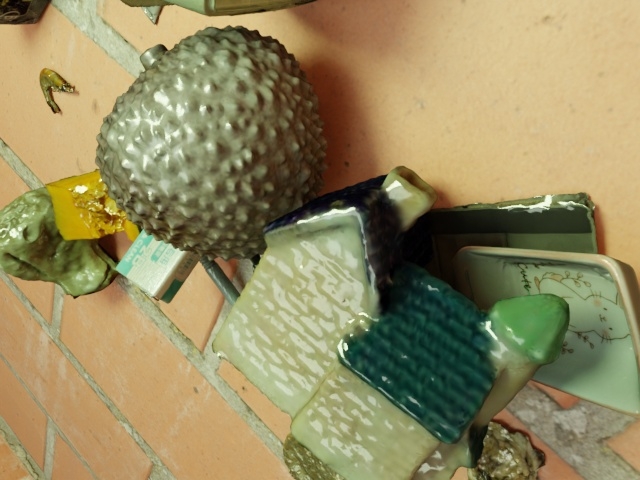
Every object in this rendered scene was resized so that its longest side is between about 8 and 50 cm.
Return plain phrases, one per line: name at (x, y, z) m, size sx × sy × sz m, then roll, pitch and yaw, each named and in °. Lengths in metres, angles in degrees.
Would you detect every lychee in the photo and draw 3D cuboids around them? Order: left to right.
lychee at (-0.125, -0.110, 0.620) m, size 0.299 × 0.300 × 0.300 m, roll 16°, pitch 118°, yaw 32°

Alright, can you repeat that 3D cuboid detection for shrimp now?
shrimp at (-0.542, -0.304, 1.027) m, size 0.127 × 0.025 × 0.091 m, roll 23°, pitch 122°, yaw 34°

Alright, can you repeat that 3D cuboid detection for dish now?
dish at (0.233, 0.069, 0.519) m, size 0.234 × 0.064 × 0.154 m, roll 5°, pitch 116°, yaw 65°

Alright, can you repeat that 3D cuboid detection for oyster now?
oyster at (0.246, 0.327, 0.677) m, size 0.108 × 0.053 × 0.166 m, roll 2°, pitch 103°, yaw 26°

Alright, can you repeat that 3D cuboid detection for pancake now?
pancake at (-0.009, 0.421, 0.931) m, size 0.151 × 0.025 × 0.152 m, roll 15°, pitch 117°, yaw 32°

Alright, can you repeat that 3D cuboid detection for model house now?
model house at (0.079, 0.074, 0.540) m, size 0.298 × 0.243 × 0.284 m, roll 35°, pitch 123°, yaw 13°

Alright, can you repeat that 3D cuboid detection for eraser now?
eraser at (-0.217, -0.018, 0.787) m, size 0.095 × 0.225 × 0.052 m, roll 26°, pitch 167°, yaw 26°

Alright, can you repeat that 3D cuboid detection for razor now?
razor at (-0.162, 0.093, 0.876) m, size 0.068 × 0.106 × 0.232 m, roll -25°, pitch 102°, yaw 42°

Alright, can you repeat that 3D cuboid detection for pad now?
pad at (0.209, 0.038, 0.599) m, size 0.232 × 0.022 × 0.174 m, roll -4°, pitch 107°, yaw 40°

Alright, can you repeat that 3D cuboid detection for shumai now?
shumai at (-0.544, 0.015, 1.041) m, size 0.222 × 0.260 × 0.225 m, roll 45°, pitch 97°, yaw 7°

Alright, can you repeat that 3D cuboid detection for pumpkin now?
pumpkin at (-0.386, -0.072, 0.934) m, size 0.247 × 0.126 × 0.131 m, roll 6°, pitch 129°, yaw 26°

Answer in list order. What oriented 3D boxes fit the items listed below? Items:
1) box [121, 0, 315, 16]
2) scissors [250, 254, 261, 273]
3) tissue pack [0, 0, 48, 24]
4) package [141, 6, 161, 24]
box at (-0.092, -0.346, 0.488) m, size 0.166 × 0.290 × 0.221 m, roll 27°, pitch 125°, yaw 12°
scissors at (-0.102, 0.041, 0.816) m, size 0.017 × 0.088 × 0.220 m, roll 6°, pitch 124°, yaw 46°
tissue pack at (-0.554, -0.468, 0.866) m, size 0.235 × 0.173 × 0.073 m, roll -23°, pitch 94°, yaw 41°
package at (-0.250, -0.388, 0.770) m, size 0.037 × 0.015 × 0.110 m, roll 52°, pitch 133°, yaw 1°
